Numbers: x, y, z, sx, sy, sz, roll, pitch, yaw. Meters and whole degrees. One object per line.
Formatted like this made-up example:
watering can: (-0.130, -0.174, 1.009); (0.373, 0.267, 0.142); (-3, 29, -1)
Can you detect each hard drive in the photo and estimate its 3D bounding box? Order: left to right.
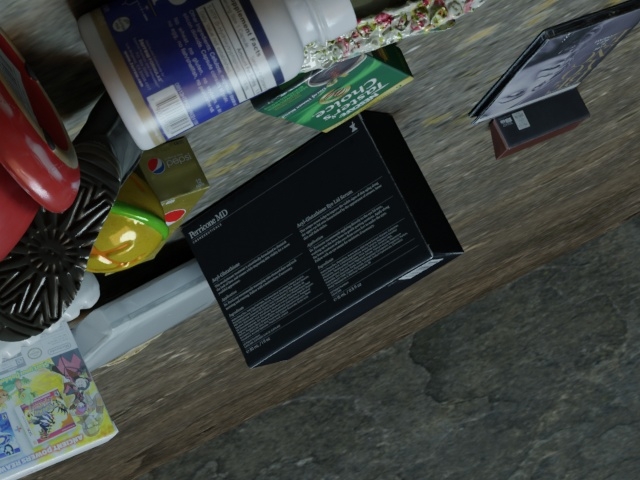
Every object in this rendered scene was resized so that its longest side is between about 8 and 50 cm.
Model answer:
hard drive: (-0.198, 0.081, 2.000); (0.307, 0.040, 0.203); (-28, 172, -46)

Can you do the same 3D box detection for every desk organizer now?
desk organizer: (0.279, -0.151, 2.150); (0.130, 0.047, 0.050); (-22, 169, -22)

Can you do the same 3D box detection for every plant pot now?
plant pot: (-0.261, -0.054, 1.074); (0.174, 0.191, 0.191); (-31, 168, 2)

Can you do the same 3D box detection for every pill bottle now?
pill bottle: (-0.074, -0.155, 1.228); (0.186, 0.112, 0.112); (-26, 168, -3)

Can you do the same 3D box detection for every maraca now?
maraca: (-0.209, -0.018, 1.547); (0.127, 0.099, 0.185); (19, 166, -16)

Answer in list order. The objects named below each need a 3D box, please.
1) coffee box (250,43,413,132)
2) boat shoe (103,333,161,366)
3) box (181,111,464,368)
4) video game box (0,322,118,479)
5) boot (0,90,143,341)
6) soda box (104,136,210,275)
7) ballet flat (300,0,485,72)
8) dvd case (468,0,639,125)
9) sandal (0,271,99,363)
coffee box: (0.010, -0.154, 1.577); (0.113, 0.040, 0.184); (-30, 167, 15)
boat shoe: (-0.275, 0.137, 2.137); (0.170, 0.063, 0.059); (-19, 160, -35)
box: (0.000, 0.000, 1.862); (0.261, 0.184, 0.103); (-32, 169, 24)
video game box: (-0.351, 0.168, 1.810); (0.205, 0.187, 0.048); (-20, 166, -26)
boot: (-0.197, -0.032, 1.314); (0.190, 0.076, 0.208); (-51, -164, 15)
soda box: (-0.176, -0.032, 1.654); (0.061, 0.058, 0.181); (-20, 166, -31)
ballet flat: (0.056, -0.207, 1.373); (0.241, 0.091, 0.077); (-27, 146, -18)
dvd case: (0.285, -0.212, 1.976); (0.164, 0.018, 0.221); (-21, 167, -26)
sandal: (-0.405, 0.106, 1.679); (0.169, 0.102, 0.416); (-18, -170, 43)
